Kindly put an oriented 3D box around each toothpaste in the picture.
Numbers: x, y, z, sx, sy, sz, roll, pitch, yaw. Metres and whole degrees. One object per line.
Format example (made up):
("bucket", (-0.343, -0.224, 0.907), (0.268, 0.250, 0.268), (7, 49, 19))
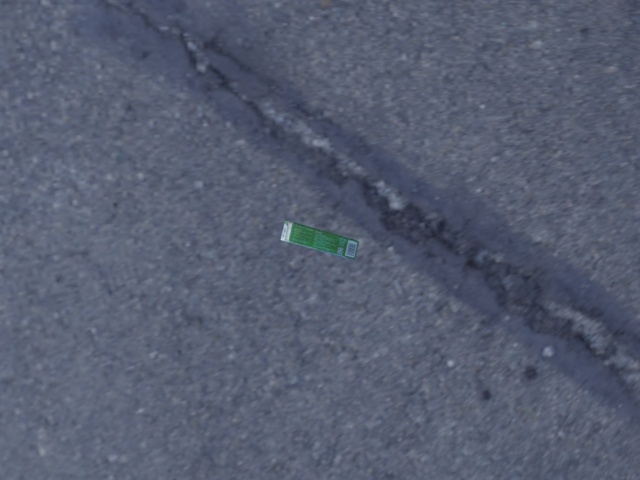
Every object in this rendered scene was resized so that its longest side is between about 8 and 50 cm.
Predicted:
("toothpaste", (0.000, 0.000, 1.200), (0.017, 0.083, 0.020), (7, 83, 55))
